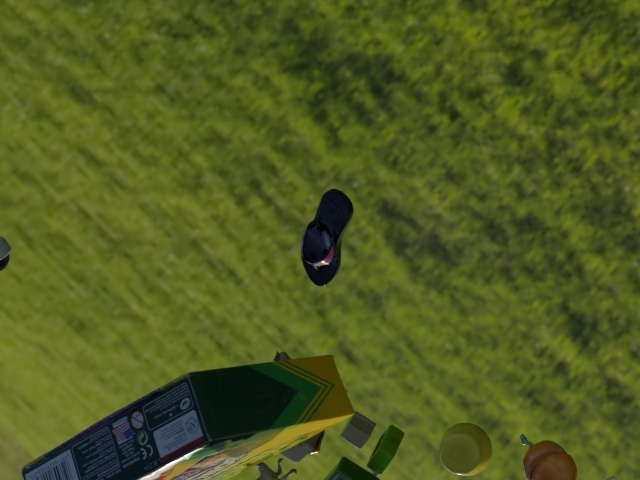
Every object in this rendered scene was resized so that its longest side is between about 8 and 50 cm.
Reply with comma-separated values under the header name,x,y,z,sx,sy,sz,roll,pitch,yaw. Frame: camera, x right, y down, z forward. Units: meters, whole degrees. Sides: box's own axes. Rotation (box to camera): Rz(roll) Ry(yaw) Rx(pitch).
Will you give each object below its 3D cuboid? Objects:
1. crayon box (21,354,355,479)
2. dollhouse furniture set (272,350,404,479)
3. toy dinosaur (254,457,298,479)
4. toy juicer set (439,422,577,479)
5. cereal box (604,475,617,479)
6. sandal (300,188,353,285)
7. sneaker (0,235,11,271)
name,x,y,z,sx,sy,sz,roll,pitch,yaw
crayon box,-0.186,0.287,2.015,0.363,0.313,0.106,-31,71,34
dollhouse furniture set,-0.019,0.389,2.753,0.301,0.197,0.151,33,130,0
toy dinosaur,-0.082,0.462,2.576,0.053,0.092,0.183,-112,13,-83
toy juicer set,0.250,0.402,1.813,0.209,0.329,0.089,1,177,13
cereal box,0.399,0.438,1.798,0.240,0.047,0.173,56,156,27
sandal,0.000,0.000,1.971,0.067,0.040,0.179,36,141,17
sneaker,-0.469,0.113,1.876,0.268,0.101,0.153,-38,101,23
